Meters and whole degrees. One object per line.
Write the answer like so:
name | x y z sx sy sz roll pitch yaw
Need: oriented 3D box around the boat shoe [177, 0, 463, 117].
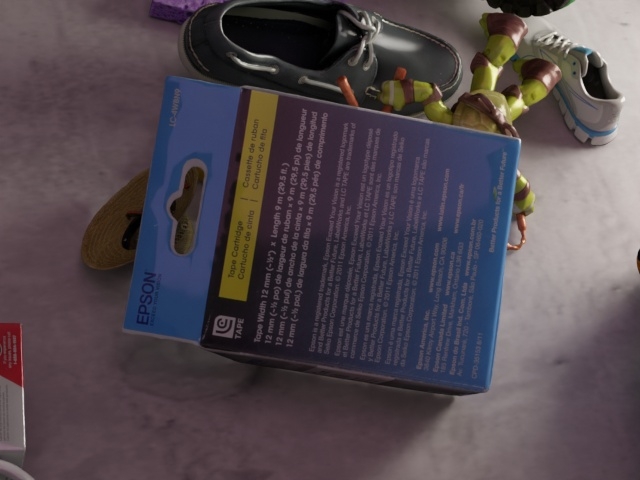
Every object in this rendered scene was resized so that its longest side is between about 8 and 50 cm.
boat shoe | 0.015 -0.194 1.741 0.319 0.099 0.116 7 77 -20

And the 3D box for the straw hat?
straw hat | -0.159 -0.008 1.625 0.061 0.144 0.144 51 48 -34

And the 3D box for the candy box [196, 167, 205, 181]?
candy box | -0.040 -0.067 1.717 0.206 0.027 0.105 32 54 5

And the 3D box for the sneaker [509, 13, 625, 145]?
sneaker | 0.277 -0.201 1.852 0.071 0.083 0.190 -30 69 -26

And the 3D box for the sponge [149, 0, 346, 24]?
sponge | -0.076 -0.273 1.830 0.210 0.031 0.117 14 57 -7

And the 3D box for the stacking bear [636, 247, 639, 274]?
stacking bear | 0.395 0.091 1.668 0.164 0.175 0.289 4 51 -11

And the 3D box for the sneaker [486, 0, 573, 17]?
sneaker | 0.147 -0.348 1.900 0.343 0.134 0.146 32 16 16

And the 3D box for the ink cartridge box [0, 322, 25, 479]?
ink cartridge box | -0.348 0.154 1.439 0.176 0.127 0.128 2 59 -14

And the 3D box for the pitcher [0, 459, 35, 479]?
pitcher | -0.216 0.277 1.382 0.207 0.125 0.177 9 100 -6

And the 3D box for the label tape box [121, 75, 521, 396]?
label tape box | 0.000 0.000 1.589 0.348 0.115 0.249 10 82 -7

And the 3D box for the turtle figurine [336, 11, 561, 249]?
turtle figurine | 0.158 -0.137 1.734 0.269 0.087 0.217 40 62 -14
